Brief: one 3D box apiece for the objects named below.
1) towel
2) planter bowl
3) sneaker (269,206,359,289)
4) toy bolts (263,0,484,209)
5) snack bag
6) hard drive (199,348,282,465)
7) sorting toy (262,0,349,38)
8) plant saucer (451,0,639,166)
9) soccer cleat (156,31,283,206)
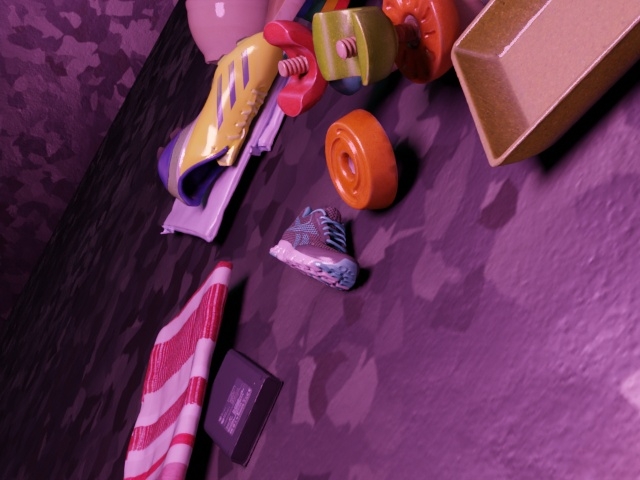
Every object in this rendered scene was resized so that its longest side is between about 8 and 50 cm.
[{"bbox_3d":[-0.193,0.209,1.012,0.237,0.037,0.329,-45,29,49],"label":"towel"},{"bbox_3d":[-0.159,-0.371,1.453,0.162,0.162,0.109,-169,77,-66],"label":"planter bowl"},{"bbox_3d":[0.000,0.000,0.830,0.076,0.065,0.166,-61,25,-3],"label":"sneaker"},{"bbox_3d":[0.064,-0.162,0.835,0.228,0.158,0.218,32,136,57],"label":"toy bolts"},{"bbox_3d":[-0.145,-0.153,1.321,0.343,0.037,0.323,-66,23,-6],"label":"snack bag"},{"bbox_3d":[-0.092,0.177,0.883,0.094,0.022,0.135,-66,24,-5],"label":"hard drive"},{"bbox_3d":[0.026,-0.425,1.096,0.255,0.089,0.257,-44,32,52],"label":"sorting toy"},{"bbox_3d":[0.190,-0.163,0.618,0.188,0.045,0.188,-49,28,31],"label":"plant saucer"},{"bbox_3d":[-0.133,-0.172,1.189,0.289,0.093,0.121,-50,56,21],"label":"soccer cleat"}]
